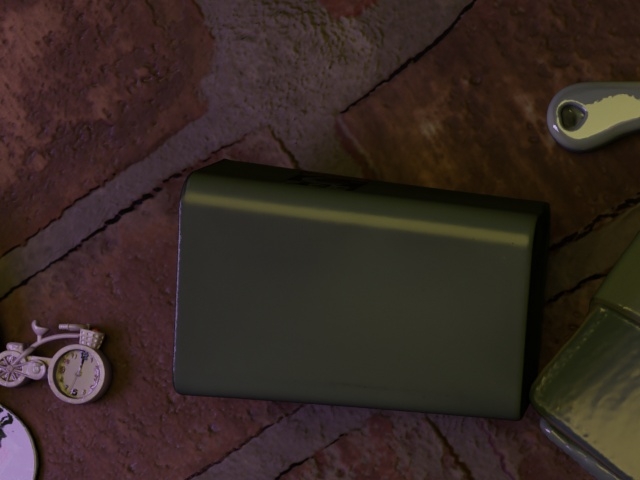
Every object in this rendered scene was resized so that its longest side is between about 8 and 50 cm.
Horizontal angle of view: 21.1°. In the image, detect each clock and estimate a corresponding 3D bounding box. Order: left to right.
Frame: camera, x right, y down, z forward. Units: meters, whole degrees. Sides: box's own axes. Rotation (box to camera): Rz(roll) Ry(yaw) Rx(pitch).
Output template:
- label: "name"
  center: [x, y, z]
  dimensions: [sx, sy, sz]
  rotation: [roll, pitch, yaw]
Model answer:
- label: "clock"
  center: [-0.287, 0.129, 1.842]
  dimensions: [0.129, 0.041, 0.087]
  rotation: [5, 86, 12]

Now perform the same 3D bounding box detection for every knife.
- label: "knife"
  center: [0.390, -0.131, 1.693]
  dimensions: [0.331, 0.044, 0.080]
  rotation: [-6, 79, 12]

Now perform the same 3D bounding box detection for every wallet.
- label: "wallet"
  center: [0.381, 0.091, 1.623]
  dimensions: [0.252, 0.083, 0.360]
  rotation: [37, 84, 20]

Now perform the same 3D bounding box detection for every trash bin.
- label: "trash bin"
  center: [0.044, 0.047, 1.684]
  dimensions: [0.344, 0.158, 0.222]
  rotation: [5, 101, 12]

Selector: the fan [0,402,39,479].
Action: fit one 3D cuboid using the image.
- label: "fan"
  center: [-0.447, 0.272, 1.882]
  dimensions: [0.294, 0.012, 0.223]
  rotation: [5, 85, 17]
